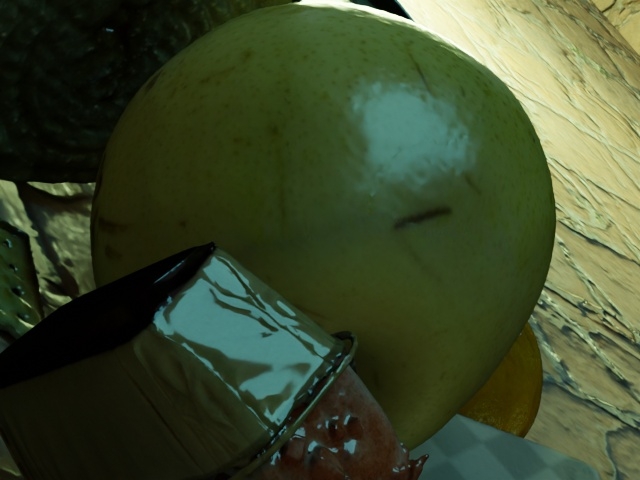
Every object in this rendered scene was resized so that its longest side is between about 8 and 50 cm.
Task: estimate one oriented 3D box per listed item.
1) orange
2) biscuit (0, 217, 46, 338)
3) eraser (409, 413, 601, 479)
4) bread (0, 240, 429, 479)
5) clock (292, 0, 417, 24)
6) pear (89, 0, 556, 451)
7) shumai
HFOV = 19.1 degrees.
[{"bbox_3d":[0.099,0.097,1.456,0.159,0.136,0.159,35,22,-16],"label":"orange"},{"bbox_3d":[-0.256,-0.009,1.179,0.203,0.016,0.144,30,21,-33],"label":"biscuit"},{"bbox_3d":[0.110,0.238,1.183,0.213,0.082,0.397,19,20,-4],"label":"eraser"},{"bbox_3d":[-0.061,0.118,0.987,0.212,0.224,0.142,54,52,-12],"label":"bread"},{"bbox_3d":[0.028,-0.229,2.109,0.319,0.066,0.319,41,23,-21],"label":"clock"},{"bbox_3d":[0.000,0.000,1.223,0.309,0.309,0.309,36,19,-14],"label":"pear"},{"bbox_3d":[-0.205,-0.215,1.353,0.263,0.304,0.309,47,-14,39],"label":"shumai"}]
